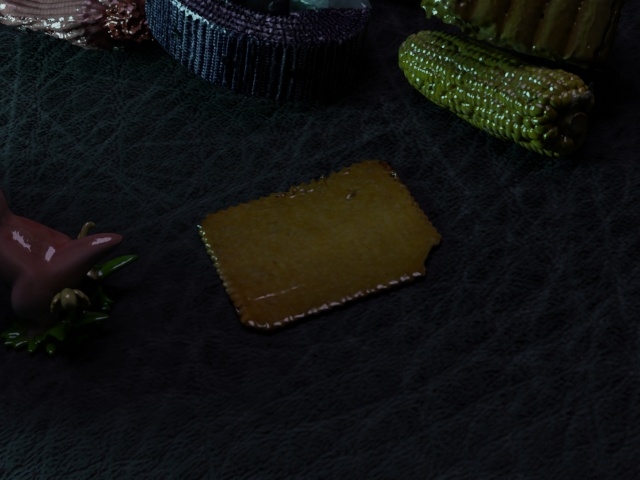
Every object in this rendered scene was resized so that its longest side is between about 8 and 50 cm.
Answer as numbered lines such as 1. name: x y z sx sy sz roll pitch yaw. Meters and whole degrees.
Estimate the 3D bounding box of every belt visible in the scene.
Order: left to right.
1. belt: -0.079 -0.301 1.781 0.260 0.122 0.325 -24 50 -34

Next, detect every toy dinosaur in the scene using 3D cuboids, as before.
1. toy dinosaur: -0.282 0.004 1.424 0.194 0.177 0.152 13 43 29

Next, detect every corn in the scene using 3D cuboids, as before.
1. corn: 0.191 -0.174 1.591 0.101 0.101 0.292 -31 39 -24

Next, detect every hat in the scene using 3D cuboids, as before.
1. hat: -0.310 -0.314 1.937 0.286 0.107 0.237 20 37 39

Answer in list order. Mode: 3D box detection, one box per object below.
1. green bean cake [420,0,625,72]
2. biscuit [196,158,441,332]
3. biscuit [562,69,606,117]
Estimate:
1. green bean cake: 0.236 -0.284 1.610 0.224 0.131 0.229 17 11 -1
2. biscuit: 0.000 0.000 1.484 0.232 0.013 0.237 -19 36 -9
3. biscuit: 0.286 -0.166 1.613 0.087 0.027 0.089 14 43 32
